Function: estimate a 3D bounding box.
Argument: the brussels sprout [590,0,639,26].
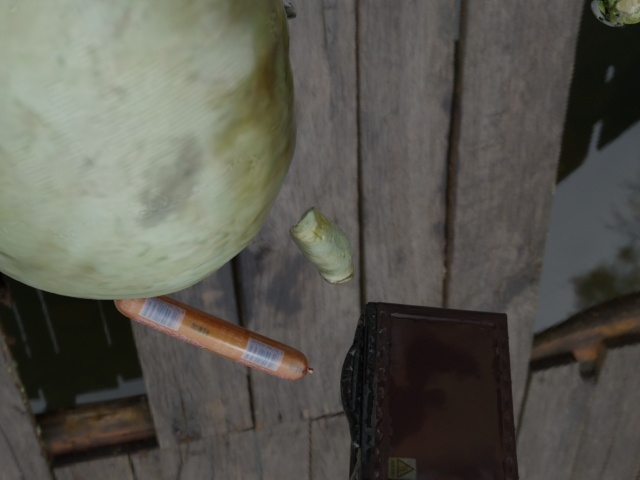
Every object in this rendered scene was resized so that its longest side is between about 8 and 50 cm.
[{"bbox_3d":[0.418,-0.331,1.173,0.085,0.058,0.085,11,126,15],"label":"brussels sprout"}]

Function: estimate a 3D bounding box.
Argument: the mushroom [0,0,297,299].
[{"bbox_3d":[-0.144,-0.126,0.488,0.260,0.352,0.352,-35,134,-16],"label":"mushroom"}]

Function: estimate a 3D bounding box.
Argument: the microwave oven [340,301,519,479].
[{"bbox_3d":[0.113,0.214,0.974,0.188,0.247,0.178,3,145,1],"label":"microwave oven"}]

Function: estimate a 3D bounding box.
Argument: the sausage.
[{"bbox_3d":[-0.159,0.143,1.289,0.348,0.053,0.053,25,117,-22],"label":"sausage"}]

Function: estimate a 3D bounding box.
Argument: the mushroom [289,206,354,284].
[{"bbox_3d":[-0.002,-0.003,1.509,0.087,0.107,0.333,-42,159,0],"label":"mushroom"}]
